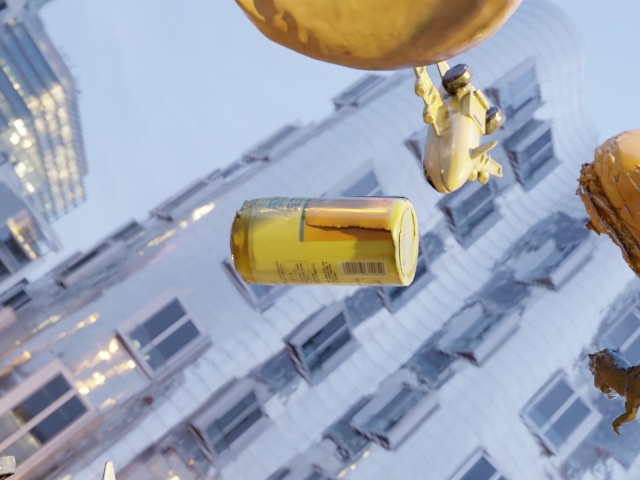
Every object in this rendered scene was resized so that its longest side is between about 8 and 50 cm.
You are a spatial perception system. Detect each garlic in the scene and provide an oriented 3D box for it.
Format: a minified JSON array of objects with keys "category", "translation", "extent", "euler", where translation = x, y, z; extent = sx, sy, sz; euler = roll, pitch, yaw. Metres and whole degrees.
[{"category":"garlic","translation":[0.044,-0.258,0.818],"extent":[0.151,0.338,0.196],"euler":[-91,162,-56]}]

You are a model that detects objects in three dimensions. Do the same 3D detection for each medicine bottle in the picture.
[{"category":"medicine bottle","translation":[0.000,0.000,1.115],"extent":[0.239,0.124,0.124],"euler":[1,-45,16]}]

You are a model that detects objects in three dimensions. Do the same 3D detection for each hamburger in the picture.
[{"category":"hamburger","translation":[0.594,-0.058,1.469],"extent":[0.318,0.319,0.158],"euler":[45,-37,15]}]

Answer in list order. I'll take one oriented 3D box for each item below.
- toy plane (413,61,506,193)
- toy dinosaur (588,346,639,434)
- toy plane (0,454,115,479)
[{"category":"toy plane","translation":[0.156,-0.135,1.003],"extent":[0.092,0.244,0.229],"euler":[-29,-61,22]},{"category":"toy dinosaur","translation":[0.295,0.086,0.769],"extent":[0.187,0.087,0.179],"euler":[-13,-89,48]},{"category":"toy plane","translation":[-0.147,0.127,0.402],"extent":[0.062,0.167,0.054],"euler":[-18,-105,29]}]
